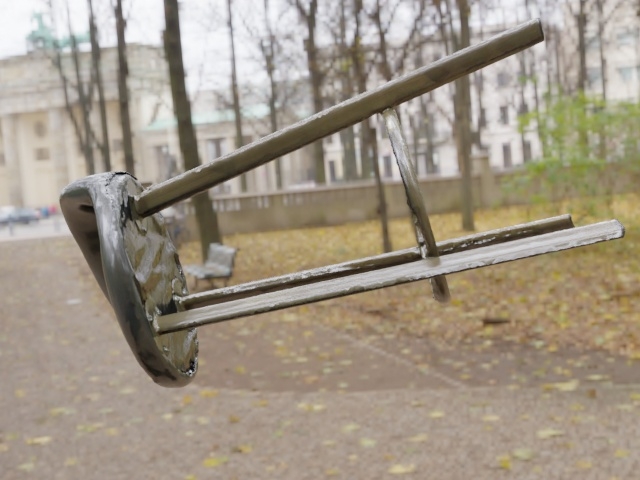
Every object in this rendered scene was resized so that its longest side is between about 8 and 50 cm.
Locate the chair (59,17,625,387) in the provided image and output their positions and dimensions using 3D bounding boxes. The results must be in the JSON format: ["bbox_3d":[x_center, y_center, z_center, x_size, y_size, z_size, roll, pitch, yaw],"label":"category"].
[{"bbox_3d":[0.000,-0.001,0.416,0.221,0.104,0.095,-14,30,8],"label":"chair"}]
